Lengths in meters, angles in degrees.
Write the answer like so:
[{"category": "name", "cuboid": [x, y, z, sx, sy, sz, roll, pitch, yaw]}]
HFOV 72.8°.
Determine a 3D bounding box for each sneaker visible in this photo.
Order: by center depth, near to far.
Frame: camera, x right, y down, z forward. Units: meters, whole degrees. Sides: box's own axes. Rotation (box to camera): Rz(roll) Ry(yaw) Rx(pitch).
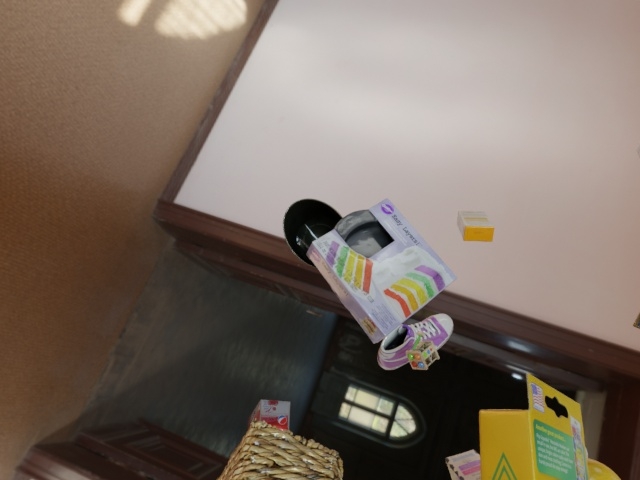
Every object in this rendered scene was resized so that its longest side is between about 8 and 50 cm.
[{"category": "sneaker", "cuboid": [0.305, 0.294, 1.344, 0.282, 0.102, 0.161, -29, 144, -16]}]

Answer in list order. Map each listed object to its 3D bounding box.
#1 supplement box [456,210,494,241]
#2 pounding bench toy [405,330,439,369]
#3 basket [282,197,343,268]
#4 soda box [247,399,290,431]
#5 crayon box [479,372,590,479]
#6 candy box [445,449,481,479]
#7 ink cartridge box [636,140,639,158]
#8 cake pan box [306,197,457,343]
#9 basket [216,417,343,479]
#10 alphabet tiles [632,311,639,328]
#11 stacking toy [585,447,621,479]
[{"category": "supplement box", "cuboid": [0.344, -0.033, 0.969, 0.098, 0.062, 0.036, -72, 162, -64]}, {"category": "pounding bench toy", "cuboid": [0.259, 0.288, 1.139, 0.065, 0.083, 0.052, -25, -177, -36]}, {"category": "basket", "cuboid": [0.000, 0.000, 1.206, 0.154, 0.204, 0.227, -41, 171, -3]}, {"category": "soda box", "cuboid": [-0.162, 0.555, 1.309, 0.263, 0.092, 0.083, 115, -21, -53]}, {"category": "crayon box", "cuboid": [0.320, 0.382, 0.630, 0.083, 0.203, 0.322, -22, -133, 43]}, {"category": "candy box", "cuboid": [0.317, 0.514, 0.821, 0.196, 0.070, 0.164, 79, -7, -80]}, {"category": "ink cartridge box", "cuboid": [0.742, -0.138, 0.772, 0.198, 0.197, 0.270, 52, 31, -55]}, {"category": "cake pan box", "cuboid": [0.136, 0.054, 0.985, 0.246, 0.267, 0.070, -29, 163, -29]}, {"category": "basket", "cuboid": [-0.091, 0.492, 0.700, 0.299, 0.214, 0.223, -61, -174, 26]}, {"category": "alphabet tiles", "cuboid": [0.881, 0.160, 0.977, 0.009, 0.237, 0.198, 23, 94, -43]}, {"category": "stacking toy", "cuboid": [0.836, 0.798, 1.325, 0.479, 0.351, 0.350, 63, 18, -3]}]
